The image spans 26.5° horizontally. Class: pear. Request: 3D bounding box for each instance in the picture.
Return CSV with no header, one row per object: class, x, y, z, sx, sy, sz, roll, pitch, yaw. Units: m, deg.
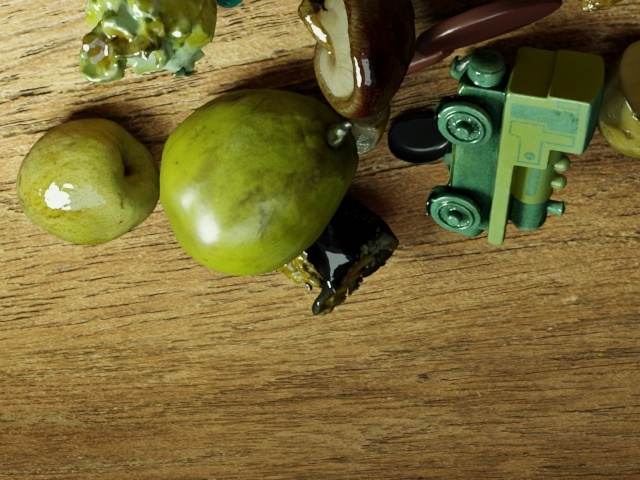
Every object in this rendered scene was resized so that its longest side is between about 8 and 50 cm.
pear,-0.389,-0.093,2.246,0.211,0.188,0.228,-19,142,26
pear,-0.091,-0.103,2.130,0.375,0.287,0.287,-28,135,32

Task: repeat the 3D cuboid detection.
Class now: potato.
potato,0.491,-0.191,2.052,0.203,0.178,0.158,18,156,-18

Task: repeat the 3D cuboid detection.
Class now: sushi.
sushi,-0.004,0.005,2.372,0.200,0.204,0.213,-53,159,24

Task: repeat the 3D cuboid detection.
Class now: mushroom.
mushroom,0.065,-0.283,1.929,0.138,0.194,0.231,-25,160,-22

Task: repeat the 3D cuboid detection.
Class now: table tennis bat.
table tennis bat,0.214,-0.297,1.953,0.200,0.038,0.310,-14,178,-38

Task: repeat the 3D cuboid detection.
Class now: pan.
pan,0.212,-0.154,2.231,0.212,0.040,0.115,20,141,-14

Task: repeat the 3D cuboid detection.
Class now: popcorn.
popcorn,-0.253,-0.304,1.932,0.198,0.212,0.198,31,150,20

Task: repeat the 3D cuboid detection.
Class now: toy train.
toy train,0.294,-0.134,2.087,0.237,0.150,0.369,11,140,10

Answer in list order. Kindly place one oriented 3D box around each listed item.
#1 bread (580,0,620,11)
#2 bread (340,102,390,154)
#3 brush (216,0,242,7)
bread,0.447,-0.377,1.842,0.233,0.076,0.105,-19,-176,38
bread,0.071,-0.186,2.173,0.076,0.070,0.083,12,147,-10
brush,-0.102,-0.388,1.938,0.043,0.032,0.193,14,157,-22
